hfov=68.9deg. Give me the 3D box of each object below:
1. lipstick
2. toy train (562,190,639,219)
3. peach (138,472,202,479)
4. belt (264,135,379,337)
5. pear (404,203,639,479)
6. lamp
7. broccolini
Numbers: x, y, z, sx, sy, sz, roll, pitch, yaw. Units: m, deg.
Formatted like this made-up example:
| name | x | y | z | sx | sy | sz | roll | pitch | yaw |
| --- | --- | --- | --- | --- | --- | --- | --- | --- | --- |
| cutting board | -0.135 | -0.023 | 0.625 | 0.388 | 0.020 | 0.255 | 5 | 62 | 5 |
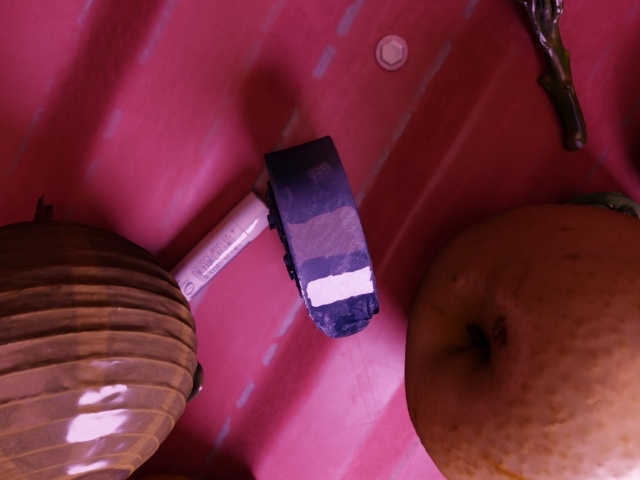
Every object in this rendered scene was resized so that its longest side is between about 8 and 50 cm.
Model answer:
| name | x | y | z | sx | sy | sz | roll | pitch | yaw |
| --- | --- | --- | --- | --- | --- | --- | --- | --- | --- |
| lipstick | -0.108 | 0.007 | 0.502 | 0.141 | 0.040 | 0.040 | -44 | 103 | 5 |
| toy train | 0.342 | 0.001 | 0.526 | 0.081 | 0.099 | 0.149 | -45 | 99 | -18 |
| peach | -0.148 | 0.413 | 0.464 | 0.242 | 0.306 | 0.380 | 11 | 106 | -15 |
| belt | 0.000 | 0.000 | 0.459 | 0.082 | 0.141 | 0.190 | -16 | 106 | -1 |
| pear | 0.233 | 0.119 | 0.433 | 0.309 | 0.309 | 0.309 | -1 | 103 | -6 |
| lamp | -0.242 | 0.081 | 0.414 | 0.250 | 0.250 | 0.284 | -23 | 64 | 0 |
| broccolini | 0.244 | -0.192 | 0.484 | 0.067 | 0.058 | 0.216 | -25 | 105 | -3 |
